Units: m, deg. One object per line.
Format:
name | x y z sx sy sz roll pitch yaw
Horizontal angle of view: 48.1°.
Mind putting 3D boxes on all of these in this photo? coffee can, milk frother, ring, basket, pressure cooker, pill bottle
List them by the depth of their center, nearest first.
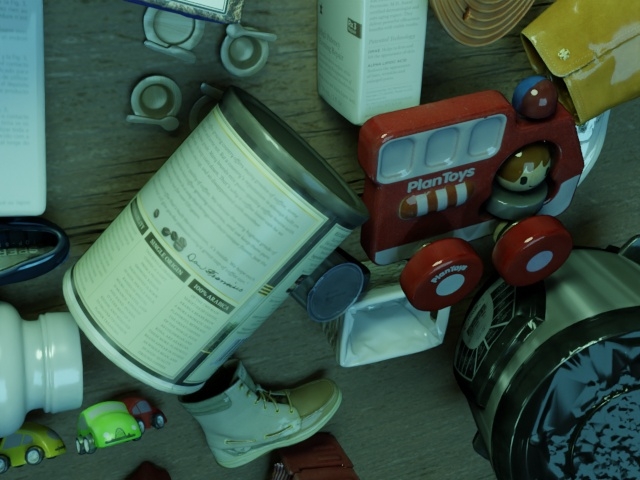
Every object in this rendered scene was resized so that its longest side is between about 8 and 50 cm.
ring | 0.192 -0.368 0.728 0.336 0.032 0.337 -34 138 -38
pill bottle | -0.403 0.144 0.770 0.272 0.152 0.152 -3 121 -24
coffee can | -0.113 0.001 0.782 0.275 0.201 0.201 -46 129 10
milk frother | 0.000 0.000 0.886 0.129 0.134 0.143 -18 130 -33
basket | 0.086 0.093 1.013 0.167 0.103 0.113 -10 124 -22
pressure cooker | 0.392 0.208 1.061 0.369 0.420 0.376 -13 105 5

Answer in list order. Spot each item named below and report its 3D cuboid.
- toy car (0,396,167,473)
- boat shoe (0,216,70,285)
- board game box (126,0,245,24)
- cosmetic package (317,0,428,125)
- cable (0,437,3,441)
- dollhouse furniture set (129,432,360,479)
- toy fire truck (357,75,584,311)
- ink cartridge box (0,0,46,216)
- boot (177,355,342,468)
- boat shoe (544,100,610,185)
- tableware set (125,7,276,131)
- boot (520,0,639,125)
toy car | -0.275 0.226 0.869 0.239 0.053 0.225 -8 169 -35
boat shoe | -0.387 0.008 0.717 0.258 0.089 0.109 -17 89 -27
board game box | -0.161 -0.340 0.547 0.232 0.141 0.291 7 105 -30
cosmetic package | 0.053 -0.253 0.763 0.085 0.117 0.231 -15 125 -20
cable | -0.476 0.254 0.880 0.184 0.047 0.151 10 107 -36
dollhouse furniture set | -0.135 0.430 1.089 0.374 0.152 0.201 3 119 -28
toy fire truck | 0.187 -0.070 0.860 0.302 0.169 0.254 -15 140 -13
ink cartridge box | -0.401 -0.210 0.609 0.308 0.091 0.385 -2 104 -25
boot | -0.082 0.226 1.034 0.213 0.077 0.165 -26 127 -6
boat shoe | 0.335 -0.185 0.967 0.096 0.098 0.277 12 105 -32
tableware set | -0.133 -0.180 0.779 0.141 0.020 0.169 8 116 -31
boot | 0.328 -0.302 0.844 0.211 0.104 0.295 -28 103 1
